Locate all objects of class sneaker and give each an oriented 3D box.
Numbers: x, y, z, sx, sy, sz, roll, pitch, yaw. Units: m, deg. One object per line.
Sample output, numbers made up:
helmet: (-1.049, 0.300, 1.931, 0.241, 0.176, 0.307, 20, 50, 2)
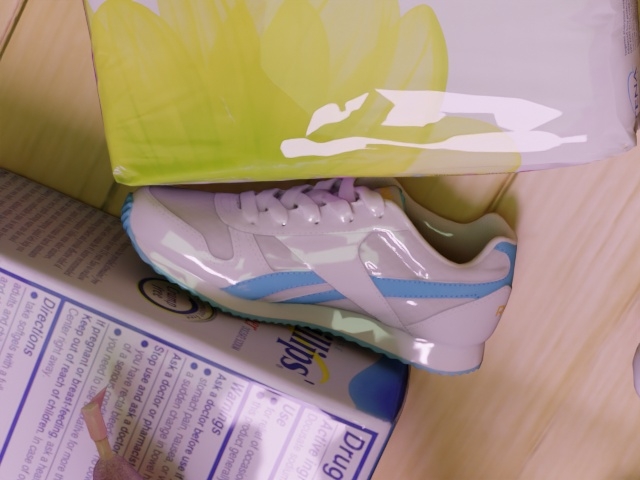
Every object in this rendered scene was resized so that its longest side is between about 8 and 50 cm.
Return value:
sneaker: (0.000, 0.000, 1.036, 0.229, 0.087, 0.092, 15, 112, -13)

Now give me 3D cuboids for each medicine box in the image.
medicine box: (-0.130, 0.139, 1.067, 0.289, 0.149, 0.263, 24, 106, 0)

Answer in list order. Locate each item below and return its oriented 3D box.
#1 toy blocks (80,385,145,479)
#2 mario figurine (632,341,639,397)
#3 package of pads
toy blocks: (-0.113, 0.245, 0.871, 0.309, 0.288, 0.260, -15, 106, 13)
mario figurine: (0.309, 0.062, 1.014, 0.198, 0.170, 0.320, 37, 106, 33)
package of pads: (0.019, -0.144, 0.968, 0.296, 0.101, 0.229, -3, 111, 12)
